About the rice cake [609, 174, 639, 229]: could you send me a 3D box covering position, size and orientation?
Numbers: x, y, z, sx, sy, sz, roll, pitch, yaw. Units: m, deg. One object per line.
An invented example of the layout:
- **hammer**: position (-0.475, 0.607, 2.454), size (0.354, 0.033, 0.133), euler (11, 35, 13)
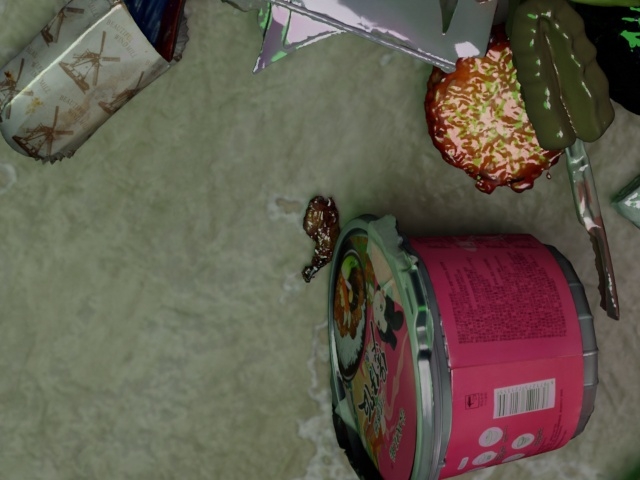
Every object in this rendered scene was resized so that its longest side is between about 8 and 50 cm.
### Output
- **rice cake**: position (0.359, -0.104, 1.616), size (0.045, 0.042, 0.245), euler (44, 99, -4)

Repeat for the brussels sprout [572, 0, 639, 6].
- **brussels sprout**: position (0.244, -0.327, 1.351), size (0.328, 0.247, 0.328), euler (0, 102, -1)

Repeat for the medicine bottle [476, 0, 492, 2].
- **medicine bottle**: position (0.101, -0.318, 1.496), size (0.114, 0.114, 0.252), euler (-23, 108, 4)

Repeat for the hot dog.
- **hot dog**: position (-0.201, -0.149, 1.560), size (0.191, 0.059, 0.108), euler (-42, 119, 6)

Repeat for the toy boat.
- **toy boat**: position (-0.014, -0.234, 1.469), size (0.318, 0.072, 0.219), euler (2, 121, 4)

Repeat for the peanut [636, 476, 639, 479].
- **peanut**: position (0.317, 0.347, 1.709), size (0.147, 0.147, 0.305), euler (16, 107, -8)

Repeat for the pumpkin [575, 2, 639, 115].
- **pumpkin**: position (0.306, -0.196, 1.535), size (0.202, 0.140, 0.202), euler (-6, 109, -18)

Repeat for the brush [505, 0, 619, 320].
- **brush**: position (0.215, -0.070, 1.516), size (0.071, 0.084, 0.301), euler (-16, 111, 4)

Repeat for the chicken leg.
- **chicken leg**: position (0.002, -0.001, 1.638), size (0.036, 0.021, 0.083), euler (-3, 112, -13)

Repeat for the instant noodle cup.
- **instant noodle cup**: position (0.128, 0.098, 1.575), size (0.181, 0.302, 0.258), euler (-6, 75, -16)

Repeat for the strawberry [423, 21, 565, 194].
- **strawberry**: position (0.158, -0.118, 1.576), size (0.145, 0.086, 0.145), euler (-1, 106, -4)
